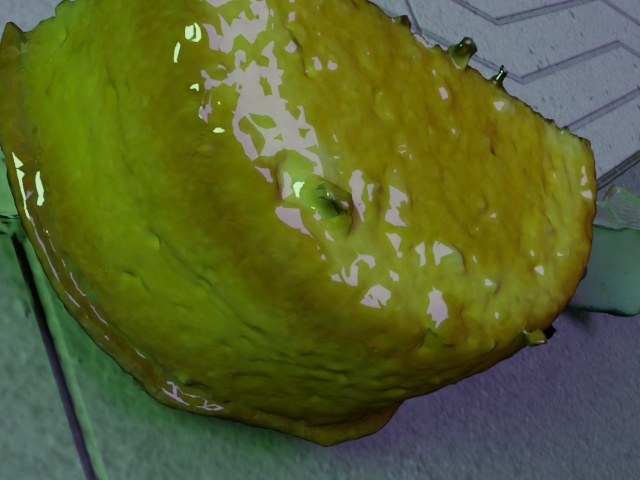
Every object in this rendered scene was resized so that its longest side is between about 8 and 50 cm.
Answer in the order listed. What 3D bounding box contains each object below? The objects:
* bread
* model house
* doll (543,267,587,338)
[{"bbox_3d":[0.000,0.000,0.586,0.340,0.194,0.179,25,54,-34],"label":"bread"},{"bbox_3d":[0.238,0.003,1.005,0.101,0.087,0.100,11,26,-12],"label":"model house"},{"bbox_3d":[0.098,-0.042,0.812,0.257,0.117,0.182,40,44,-27],"label":"doll"}]
